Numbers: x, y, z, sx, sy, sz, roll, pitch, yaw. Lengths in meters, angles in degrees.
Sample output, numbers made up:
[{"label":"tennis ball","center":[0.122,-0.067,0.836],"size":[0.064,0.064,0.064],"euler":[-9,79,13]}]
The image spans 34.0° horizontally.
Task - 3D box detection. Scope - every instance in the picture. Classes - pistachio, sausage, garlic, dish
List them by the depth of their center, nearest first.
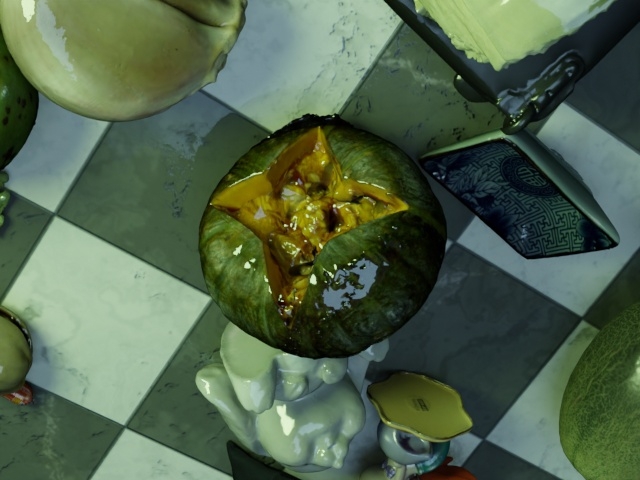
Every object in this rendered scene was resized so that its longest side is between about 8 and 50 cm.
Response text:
[{"label":"garlic","center":[-0.253,-0.285,1.145],"size":[0.246,0.231,0.340],"euler":[6,147,23]},{"label":"pistachio","center":[-0.450,0.141,1.416],"size":[0.113,0.113,0.149],"euler":[-42,102,11]},{"label":"dish","center":[0.278,-0.078,1.418],"size":[0.243,0.182,0.080],"euler":[38,66,-23]},{"label":"sausage","center":[-0.457,0.197,1.476],"size":[0.129,0.034,0.034],"euler":[37,104,-22]}]

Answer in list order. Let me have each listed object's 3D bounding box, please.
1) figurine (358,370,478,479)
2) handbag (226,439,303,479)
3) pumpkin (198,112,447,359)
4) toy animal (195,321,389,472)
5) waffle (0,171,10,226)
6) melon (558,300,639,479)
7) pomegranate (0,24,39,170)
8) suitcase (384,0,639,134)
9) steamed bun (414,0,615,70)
[{"label":"figurine","center":[0.135,0.349,1.556],"size":[0.208,0.181,0.257],"euler":[-21,130,-49]},{"label":"handbag","center":[-0.048,0.438,1.570],"size":[0.089,0.211,0.254],"euler":[-29,121,-38]},{"label":"pumpkin","center":[0.000,0.000,1.315],"size":[0.320,0.320,0.192],"euler":[-25,148,3]},{"label":"toy animal","center":[-0.025,0.207,1.472],"size":[0.272,0.206,0.265],"euler":[-27,130,-17]},{"label":"waffle","center":[-0.499,-0.044,1.360],"size":[0.169,0.036,0.183],"euler":[21,110,-19]},{"label":"melon","center":[0.489,0.228,1.515],"size":[0.248,0.248,0.329],"euler":[27,115,-19]},{"label":"pomegranate","center":[-0.464,-0.173,1.205],"size":[0.270,0.254,0.254],"euler":[3,122,35]},{"label":"suitcase","center":[0.225,-0.352,1.244],"size":[0.345,0.188,0.339],"euler":[40,104,-20]},{"label":"steamed bun","center":[0.218,-0.320,1.028],"size":[0.290,0.272,0.273],"euler":[-45,112,4]}]
